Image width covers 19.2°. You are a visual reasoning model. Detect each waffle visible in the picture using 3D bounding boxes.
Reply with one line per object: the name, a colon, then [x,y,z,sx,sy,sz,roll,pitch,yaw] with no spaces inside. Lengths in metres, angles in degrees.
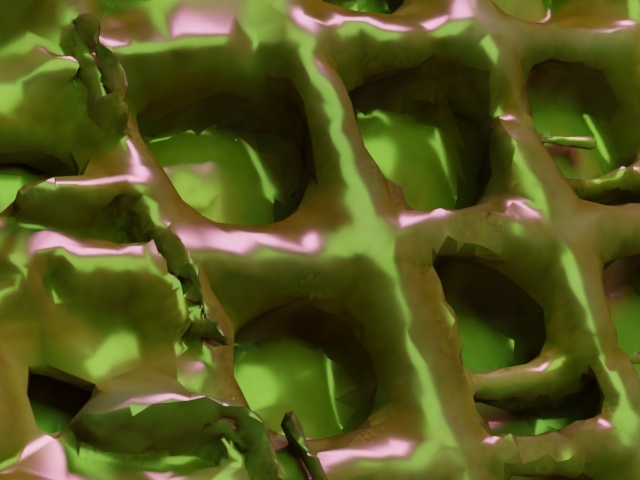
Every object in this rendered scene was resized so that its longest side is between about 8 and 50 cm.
waffle: [0.000,0.000,0.410,0.317,0.073,0.297,38,51,-9]
